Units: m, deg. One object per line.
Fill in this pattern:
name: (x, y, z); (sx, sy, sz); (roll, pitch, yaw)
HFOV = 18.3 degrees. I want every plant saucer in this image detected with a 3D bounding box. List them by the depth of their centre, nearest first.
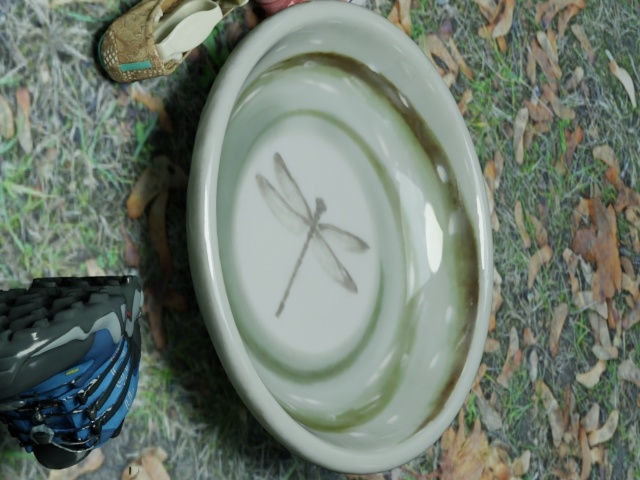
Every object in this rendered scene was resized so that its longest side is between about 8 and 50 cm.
plant saucer: (0.000, 0.000, 1.690); (0.400, 0.100, 0.401); (12, 74, -50)

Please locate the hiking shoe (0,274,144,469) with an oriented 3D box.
hiking shoe: (-0.176, 0.096, 1.369); (0.304, 0.113, 0.132); (-16, 103, -79)

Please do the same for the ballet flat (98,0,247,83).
ballet flat: (-0.096, -0.193, 1.609); (0.206, 0.067, 0.073); (-52, 134, -33)

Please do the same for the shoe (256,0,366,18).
shoe: (0.003, -0.242, 1.761); (0.178, 0.063, 0.081); (-56, 132, -34)
